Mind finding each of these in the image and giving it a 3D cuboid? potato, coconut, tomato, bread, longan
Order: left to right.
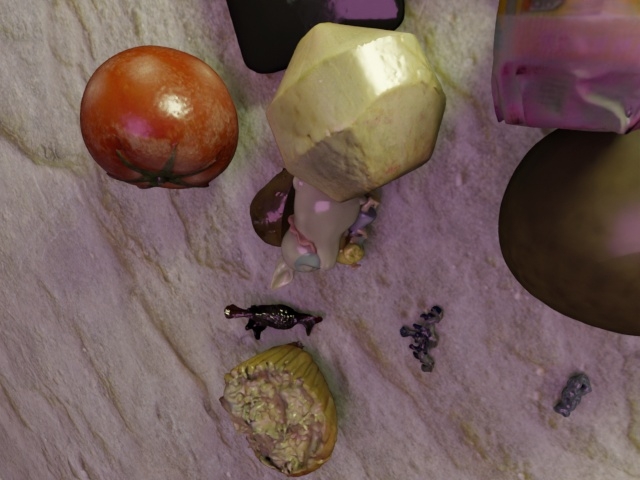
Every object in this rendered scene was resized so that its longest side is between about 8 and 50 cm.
[{"bbox_3d":[-0.280,-0.215,0.860,0.265,0.265,0.265,9,112,24],"label":"tomato"},{"bbox_3d":[-0.093,-0.066,0.913,0.101,0.089,0.172,23,118,21],"label":"potato"},{"bbox_3d":[-0.075,0.355,1.024,0.274,0.149,0.274,12,114,29],"label":"bread"},{"bbox_3d":[0.048,-0.195,0.714,0.259,0.259,0.259,9,112,24],"label":"coconut"},{"bbox_3d":[0.393,-0.031,0.572,0.350,0.288,0.288,-14,101,32],"label":"longan"}]

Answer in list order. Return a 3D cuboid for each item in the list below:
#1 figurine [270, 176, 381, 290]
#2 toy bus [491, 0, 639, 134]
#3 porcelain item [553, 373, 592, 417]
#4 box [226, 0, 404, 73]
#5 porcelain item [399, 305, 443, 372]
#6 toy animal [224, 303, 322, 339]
[{"bbox_3d":[0.000,0.000,0.872,0.155,0.127,0.235,10,123,-16],"label":"figurine"},{"bbox_3d":[0.282,-0.216,0.502,0.171,0.386,0.162,9,117,24],"label":"toy bus"},{"bbox_3d":[0.421,0.257,0.810,0.036,0.028,0.083,19,115,1],"label":"porcelain item"},{"bbox_3d":[-0.028,-0.433,0.757,0.290,0.073,0.289,-8,105,28],"label":"box"},{"bbox_3d":[0.183,0.178,0.904,0.075,0.021,0.136,14,113,26],"label":"porcelain item"},{"bbox_3d":[-0.091,0.163,1.009,0.202,0.070,0.105,1,152,18],"label":"toy animal"}]
